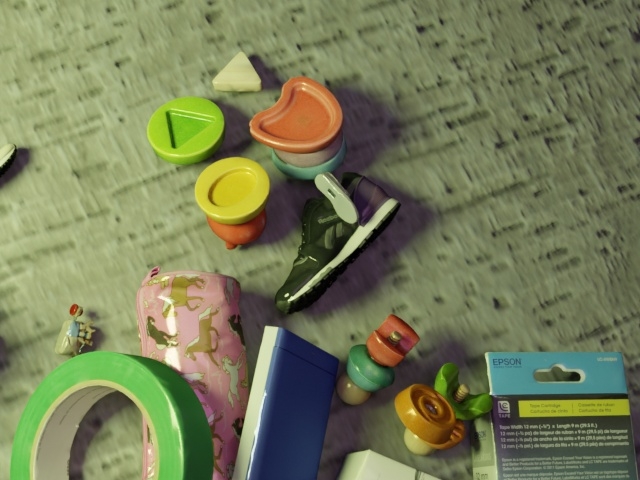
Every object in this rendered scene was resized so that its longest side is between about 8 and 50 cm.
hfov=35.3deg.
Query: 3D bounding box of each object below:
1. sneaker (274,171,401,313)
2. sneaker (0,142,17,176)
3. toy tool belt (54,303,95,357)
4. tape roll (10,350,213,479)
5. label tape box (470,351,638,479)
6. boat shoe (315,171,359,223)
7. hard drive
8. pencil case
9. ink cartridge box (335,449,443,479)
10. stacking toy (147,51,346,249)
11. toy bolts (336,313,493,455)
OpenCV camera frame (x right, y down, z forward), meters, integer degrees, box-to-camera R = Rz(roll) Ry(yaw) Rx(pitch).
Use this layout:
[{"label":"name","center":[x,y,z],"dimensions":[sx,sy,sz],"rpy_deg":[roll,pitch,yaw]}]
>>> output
[{"label":"sneaker","center":[0.000,0.000,1.685],"dimensions":[0.124,0.107,0.283],"rpy_deg":[41,65,9]},{"label":"sneaker","center":[-0.561,-0.112,1.603],"dimensions":[0.075,0.057,0.161],"rpy_deg":[44,75,-5]},{"label":"toy tool belt","center":[-0.382,0.147,1.589],"dimensions":[0.051,0.052,0.083],"rpy_deg":[27,73,-37]},{"label":"tape roll","center":[-0.304,0.322,1.445],"dimensions":[0.321,0.077,0.321],"rpy_deg":[-6,76,28]},{"label":"label tape box","center":[0.385,0.364,1.664],"dimensions":[0.249,0.115,0.348],"rpy_deg":[1,74,-12]},{"label":"boat shoe","center":[0.033,-0.072,1.653],"dimensions":[0.100,0.035,0.035],"rpy_deg":[49,39,11]},{"label":"hard drive","center":[-0.056,0.313,1.542],"dimensions":[0.040,0.210,0.319],"rpy_deg":[3,72,28]},{"label":"pencil case","center":[-0.199,0.235,1.548],"dimensions":[0.160,0.167,0.386],"rpy_deg":[-9,75,25]},{"label":"ink cartridge box","center":[0.137,0.410,1.572],"dimensions":[0.219,0.160,0.093],"rpy_deg":[24,72,-6]},{"label":"stacking toy","center":[-0.124,-0.152,1.709],"dimensions":[0.309,0.130,0.279],"rpy_deg":[-41,62,-21]},{"label":"toy bolts","center":[0.120,0.258,1.591],"dimensions":[0.228,0.158,0.218],"rpy_deg":[43,29,13]}]
